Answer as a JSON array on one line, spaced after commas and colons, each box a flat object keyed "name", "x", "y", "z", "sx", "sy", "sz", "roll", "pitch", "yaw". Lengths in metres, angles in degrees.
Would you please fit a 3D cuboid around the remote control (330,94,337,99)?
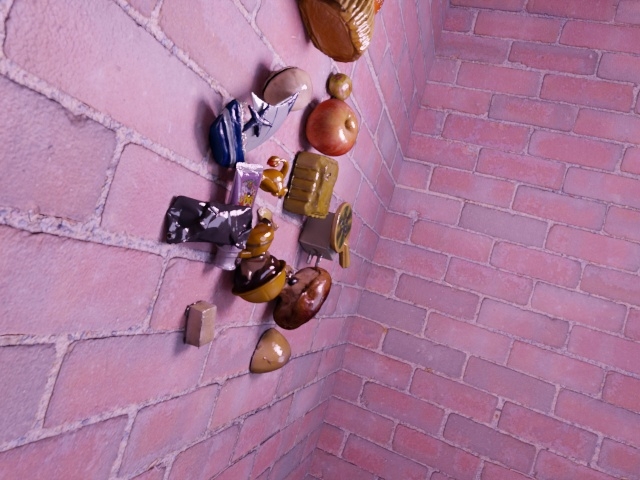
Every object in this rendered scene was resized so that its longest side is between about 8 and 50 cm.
[{"name": "remote control", "x": 0.058, "y": -0.565, "z": 1.813, "sx": 0.039, "sy": 0.014, "sz": 0.096, "roll": 73, "pitch": 36, "yaw": -53}]

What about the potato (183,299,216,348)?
[{"name": "potato", "x": -0.333, "y": 0.232, "z": 1.282, "sx": 0.086, "sy": 0.061, "sz": 0.122, "roll": -24, "pitch": 128, "yaw": -63}]

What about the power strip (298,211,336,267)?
[{"name": "power strip", "x": 0.000, "y": 0.000, "z": 1.925, "sx": 0.140, "sy": 0.139, "sz": 0.224, "roll": 67, "pitch": 42, "yaw": -63}]

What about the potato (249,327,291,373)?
[{"name": "potato", "x": -0.181, "y": 0.454, "z": 1.832, "sx": 0.202, "sy": 0.117, "sz": 0.182, "roll": -18, "pitch": 126, "yaw": -69}]

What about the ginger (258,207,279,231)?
[{"name": "ginger", "x": -0.173, "y": -0.061, "z": 1.528, "sx": 0.137, "sy": 0.044, "sz": 0.058, "roll": 74, "pitch": 19, "yaw": -61}]

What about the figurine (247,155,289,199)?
[{"name": "figurine", "x": -0.161, "y": -0.195, "z": 1.335, "sx": 0.176, "sy": 0.121, "sz": 0.122, "roll": 5, "pitch": 127, "yaw": -49}]

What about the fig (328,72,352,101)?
[{"name": "fig", "x": 0.094, "y": -0.568, "z": 1.761, "sx": 0.166, "sy": 0.093, "sz": 0.093, "roll": 33, "pitch": 73, "yaw": -54}]

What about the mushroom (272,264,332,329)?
[{"name": "mushroom", "x": -0.086, "y": 0.192, "z": 1.784, "sx": 0.267, "sy": 0.267, "sz": 0.255, "roll": -27, "pitch": 97, "yaw": -66}]

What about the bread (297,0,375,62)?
[{"name": "bread", "x": 0.056, "y": -0.668, "z": 1.381, "sx": 0.143, "sy": 0.227, "sz": 0.253, "roll": -61, "pitch": 159, "yaw": -13}]

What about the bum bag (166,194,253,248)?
[{"name": "bum bag", "x": -0.269, "y": -0.040, "z": 1.151, "sx": 0.248, "sy": 0.060, "sz": 0.123, "roll": 1, "pitch": 107, "yaw": -54}]

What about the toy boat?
[{"name": "toy boat", "x": -0.168, "y": -0.308, "z": 1.170, "sx": 0.292, "sy": 0.070, "sz": 0.210, "roll": -47, "pitch": 162, "yaw": -5}]

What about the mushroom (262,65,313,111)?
[{"name": "mushroom", "x": -0.096, "y": -0.430, "z": 1.314, "sx": 0.154, "sy": 0.123, "sz": 0.154, "roll": -30, "pitch": 167, "yaw": -7}]

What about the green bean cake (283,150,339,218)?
[{"name": "green bean cake", "x": -0.020, "y": -0.201, "z": 1.720, "sx": 0.233, "sy": 0.124, "sz": 0.236, "roll": -1, "pitch": 105, "yaw": -71}]

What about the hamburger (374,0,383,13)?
[{"name": "hamburger", "x": 0.141, "y": -0.866, "z": 1.552, "sx": 0.246, "sy": 0.169, "sz": 0.246, "roll": 19, "pitch": 90, "yaw": -73}]

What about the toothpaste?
[{"name": "toothpaste", "x": -0.228, "y": -0.066, "z": 1.264, "sx": 0.114, "sy": 0.073, "sz": 0.299, "roll": -7, "pitch": 120, "yaw": -58}]

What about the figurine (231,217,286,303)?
[{"name": "figurine", "x": -0.189, "y": 0.073, "z": 1.404, "sx": 0.192, "sy": 0.167, "sz": 0.257, "roll": -34, "pitch": 137, "yaw": -42}]

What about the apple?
[{"name": "apple", "x": 0.041, "y": -0.404, "z": 1.657, "sx": 0.209, "sy": 0.164, "sz": 0.210, "roll": 6, "pitch": 82, "yaw": -56}]

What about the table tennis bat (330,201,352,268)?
[{"name": "table tennis bat", "x": 0.090, "y": -0.011, "z": 1.897, "sx": 0.198, "sy": 0.050, "sz": 0.321, "roll": -58, "pitch": 151, "yaw": -42}]
